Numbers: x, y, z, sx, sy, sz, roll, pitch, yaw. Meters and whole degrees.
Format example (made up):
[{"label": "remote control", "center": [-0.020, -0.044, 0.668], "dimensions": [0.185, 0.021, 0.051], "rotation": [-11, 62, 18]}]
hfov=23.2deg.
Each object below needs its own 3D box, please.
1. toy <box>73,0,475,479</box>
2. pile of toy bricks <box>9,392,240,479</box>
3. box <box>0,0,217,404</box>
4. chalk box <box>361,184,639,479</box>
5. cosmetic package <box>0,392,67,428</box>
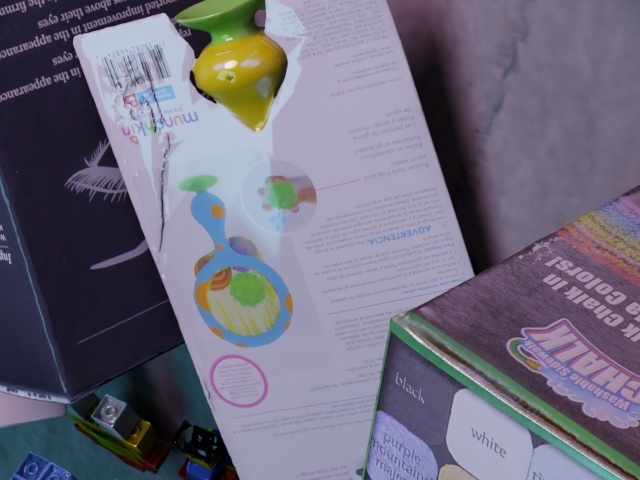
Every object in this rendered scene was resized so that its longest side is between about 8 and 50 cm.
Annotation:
[{"label": "toy", "center": [0.000, 0.000, 0.675], "dimensions": [0.137, 0.056, 0.237], "rotation": [-11, 115, 22]}, {"label": "pile of toy bricks", "center": [-0.070, 0.167, 0.843], "dimensions": [0.212, 0.118, 0.105], "rotation": [22, 158, 29]}, {"label": "box", "center": [-0.112, -0.051, 0.713], "dimensions": [0.108, 0.153, 0.207], "rotation": [4, 113, 48]}, {"label": "chalk box", "center": [0.097, 0.085, 0.504], "dimensions": [0.132, 0.213, 0.132], "rotation": [34, 133, 32]}, {"label": "cosmetic package", "center": [-0.260, 0.000, 0.873], "dimensions": [0.224, 0.138, 0.224], "rotation": [-9, 90, 55]}]
